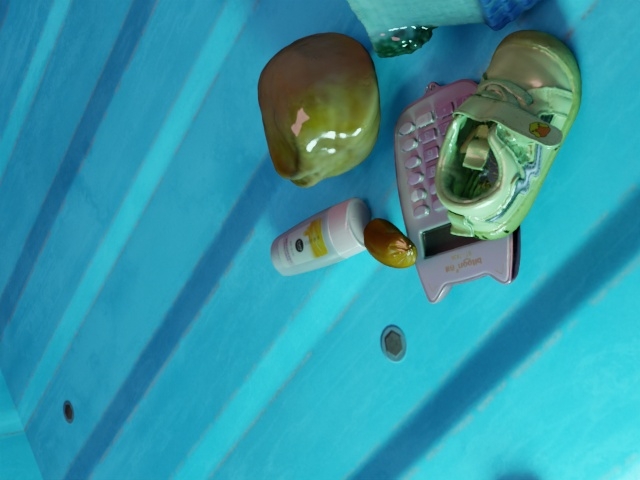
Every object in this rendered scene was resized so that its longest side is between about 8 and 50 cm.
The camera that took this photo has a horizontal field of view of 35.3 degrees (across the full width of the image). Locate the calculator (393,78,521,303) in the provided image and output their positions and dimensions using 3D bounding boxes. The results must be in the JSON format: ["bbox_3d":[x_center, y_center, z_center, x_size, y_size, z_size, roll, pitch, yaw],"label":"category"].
[{"bbox_3d":[0.181,-0.073,1.350,0.194,0.043,0.294,-21,75,50],"label":"calculator"}]

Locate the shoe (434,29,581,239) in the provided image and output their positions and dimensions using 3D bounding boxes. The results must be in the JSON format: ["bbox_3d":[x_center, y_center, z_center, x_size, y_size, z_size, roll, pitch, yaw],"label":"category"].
[{"bbox_3d":[0.228,-0.124,1.209,0.140,0.128,0.262,23,100,22],"label":"shoe"}]

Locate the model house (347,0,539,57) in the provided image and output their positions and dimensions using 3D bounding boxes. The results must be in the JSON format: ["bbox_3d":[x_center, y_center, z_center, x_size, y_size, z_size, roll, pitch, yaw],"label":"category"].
[{"bbox_3d":[0.192,-0.408,1.188,0.329,0.251,0.295,-3,68,28],"label":"model house"}]

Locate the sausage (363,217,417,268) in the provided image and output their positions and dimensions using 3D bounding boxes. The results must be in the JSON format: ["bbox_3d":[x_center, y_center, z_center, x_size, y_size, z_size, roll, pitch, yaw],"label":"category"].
[{"bbox_3d":[0.095,0.007,1.403,0.062,0.054,0.183,48,180,-17],"label":"sausage"}]

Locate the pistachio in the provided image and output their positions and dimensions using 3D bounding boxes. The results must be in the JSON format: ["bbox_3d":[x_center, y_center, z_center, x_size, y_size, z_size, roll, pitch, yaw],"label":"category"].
[{"bbox_3d":[-0.007,-0.210,1.468,0.213,0.163,0.260,-44,47,20],"label":"pistachio"}]

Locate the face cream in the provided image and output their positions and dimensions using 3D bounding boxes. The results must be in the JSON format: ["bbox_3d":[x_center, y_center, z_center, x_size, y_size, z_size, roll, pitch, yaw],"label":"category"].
[{"bbox_3d":[0.000,0.000,1.553,0.198,0.057,0.084,-25,72,49],"label":"face cream"}]
